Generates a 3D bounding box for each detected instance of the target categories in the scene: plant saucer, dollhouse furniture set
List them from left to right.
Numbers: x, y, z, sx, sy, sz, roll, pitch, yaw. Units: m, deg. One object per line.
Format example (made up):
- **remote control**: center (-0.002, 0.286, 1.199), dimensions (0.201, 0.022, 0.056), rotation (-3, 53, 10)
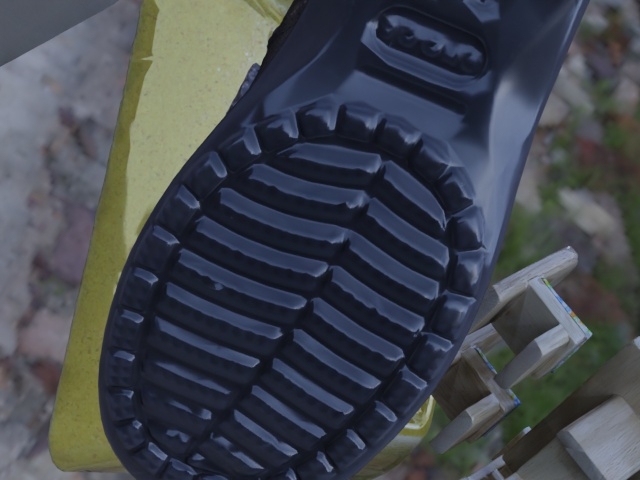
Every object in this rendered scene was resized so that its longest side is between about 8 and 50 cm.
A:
- **plant saucer**: center (0.000, 0.000, 1.082), dimensions (0.081, 0.332, 0.333), rotation (12, -1, 39)
- **dollhouse furniture set**: center (0.159, 0.145, 1.033), dimensions (0.161, 0.242, 0.212), rotation (-23, 70, -44)

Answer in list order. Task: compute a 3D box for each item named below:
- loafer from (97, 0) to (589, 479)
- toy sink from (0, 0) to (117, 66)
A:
- **loafer**: center (0.031, -0.047, 0.710), dimensions (0.134, 0.366, 0.130), rotation (31, 9, 1)
- **toy sink**: center (-0.245, -0.241, 1.204), dimensions (0.153, 0.234, 0.131), rotation (-30, 75, -8)
